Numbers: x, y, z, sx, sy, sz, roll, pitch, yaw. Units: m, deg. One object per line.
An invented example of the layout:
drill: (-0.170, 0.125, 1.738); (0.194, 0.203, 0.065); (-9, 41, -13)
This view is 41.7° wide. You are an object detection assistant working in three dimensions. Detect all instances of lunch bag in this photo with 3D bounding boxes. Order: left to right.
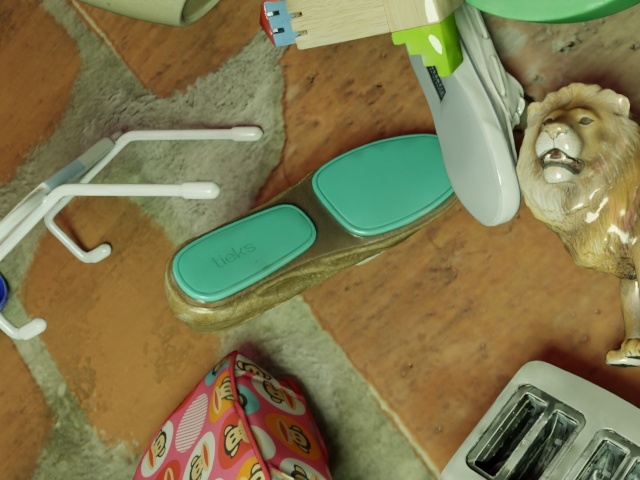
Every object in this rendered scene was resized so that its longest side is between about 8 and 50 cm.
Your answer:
lunch bag: (-0.107, 0.275, 0.824); (0.258, 0.120, 0.293); (-51, 24, 11)

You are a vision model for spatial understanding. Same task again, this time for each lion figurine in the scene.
lion figurine: (0.360, -0.009, 0.702); (0.392, 0.142, 0.240); (5, 77, 14)

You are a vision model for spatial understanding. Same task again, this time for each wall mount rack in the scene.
wall mount rack: (-0.233, -0.044, 0.946); (0.304, 0.350, 0.130); (-38, 104, 21)

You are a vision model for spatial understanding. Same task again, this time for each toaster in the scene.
toaster: (0.213, 0.212, 0.713); (0.168, 0.110, 0.186); (30, 65, 33)

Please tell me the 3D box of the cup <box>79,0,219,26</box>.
cup: (-0.197, -0.385, 0.957); (0.237, 0.331, 0.331); (41, 104, -2)

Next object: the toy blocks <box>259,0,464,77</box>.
toy blocks: (-0.029, -0.328, 0.775); (0.260, 0.191, 0.382); (-5, 115, 28)

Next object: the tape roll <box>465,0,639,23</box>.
tape roll: (0.225, -0.368, 0.783); (0.321, 0.077, 0.322); (8, 104, 36)

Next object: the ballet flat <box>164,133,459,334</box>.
ballet flat: (0.000, 0.000, 0.857); (0.342, 0.124, 0.116); (-30, 67, -22)

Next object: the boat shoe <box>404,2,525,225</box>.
boat shoe: (0.159, -0.139, 0.829); (0.084, 0.095, 0.258); (-9, 71, -18)

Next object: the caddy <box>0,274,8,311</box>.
caddy: (-0.573, 0.038, 1.113); (0.341, 0.241, 0.179); (38, 107, 26)
